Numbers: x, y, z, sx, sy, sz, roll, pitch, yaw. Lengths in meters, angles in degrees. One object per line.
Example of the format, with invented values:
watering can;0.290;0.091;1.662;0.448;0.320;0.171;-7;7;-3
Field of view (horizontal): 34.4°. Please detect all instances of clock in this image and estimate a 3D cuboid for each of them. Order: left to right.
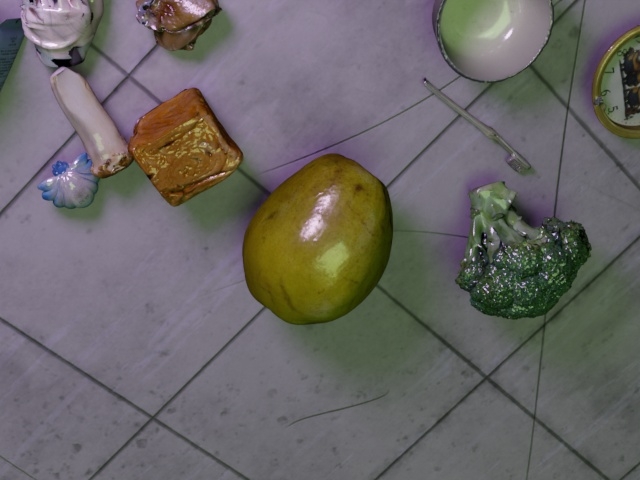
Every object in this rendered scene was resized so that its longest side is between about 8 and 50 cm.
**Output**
clock;0.606;-0.305;1.931;0.237;0.057;0.237;-7;120;-12

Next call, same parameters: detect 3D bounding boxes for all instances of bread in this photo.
bread;-0.229;-0.158;1.743;0.158;0.143;0.149;-34;120;8

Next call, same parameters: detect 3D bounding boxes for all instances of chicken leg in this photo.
chicken leg;-0.215;-0.399;1.661;0.125;0.080;0.196;30;106;-12

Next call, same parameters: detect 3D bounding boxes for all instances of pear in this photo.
pear;0.000;0.000;1.829;0.253;0.253;0.307;25;96;-24

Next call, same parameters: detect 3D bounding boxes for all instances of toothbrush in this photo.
toothbrush;0.292;-0.213;1.914;0.028;0.026;0.294;-39;121;24

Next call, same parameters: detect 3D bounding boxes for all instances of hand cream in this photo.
hand cream;-0.543;-0.243;1.659;0.058;0.091;0.271;36;110;6

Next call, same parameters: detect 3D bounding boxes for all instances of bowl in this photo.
bowl;0.282;-0.385;1.773;0.211;0.112;0.211;-6;117;-12

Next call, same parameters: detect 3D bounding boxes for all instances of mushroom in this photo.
mushroom;-0.381;-0.195;1.694;0.084;0.071;0.209;-40;127;-19

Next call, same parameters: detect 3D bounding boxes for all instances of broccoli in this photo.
broccoli;0.365;0.017;1.955;0.270;0.270;0.270;-24;87;-1

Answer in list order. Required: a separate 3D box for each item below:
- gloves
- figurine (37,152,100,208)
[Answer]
gloves;-0.400;-0.379;1.601;0.127;0.111;0.212;10;136;0
figurine;-0.422;-0.093;1.770;0.114;0.079;0.114;-37;150;-25
